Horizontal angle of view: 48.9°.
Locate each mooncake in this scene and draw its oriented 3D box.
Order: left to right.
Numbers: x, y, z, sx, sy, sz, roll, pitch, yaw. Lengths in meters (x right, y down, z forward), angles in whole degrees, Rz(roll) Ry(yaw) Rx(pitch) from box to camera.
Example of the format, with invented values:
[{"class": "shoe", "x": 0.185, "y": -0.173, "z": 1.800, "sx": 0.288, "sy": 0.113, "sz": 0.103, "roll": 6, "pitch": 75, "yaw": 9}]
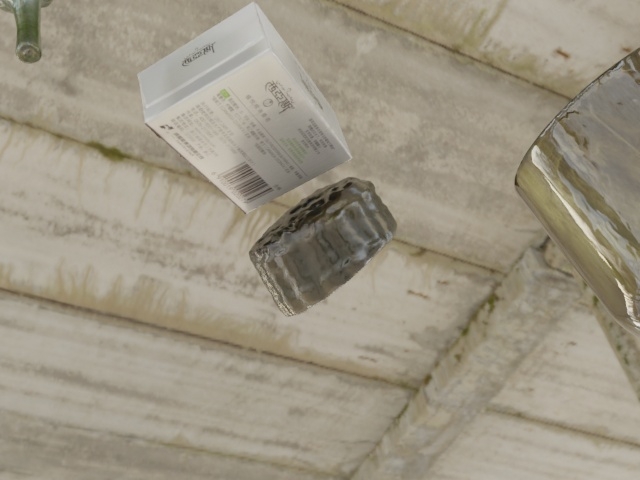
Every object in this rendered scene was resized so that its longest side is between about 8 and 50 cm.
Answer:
[{"class": "mooncake", "x": 0.000, "y": 0.000, "z": 1.059, "sx": 0.228, "sy": 0.228, "sz": 0.124, "roll": -35, "pitch": -82, "yaw": 21}]

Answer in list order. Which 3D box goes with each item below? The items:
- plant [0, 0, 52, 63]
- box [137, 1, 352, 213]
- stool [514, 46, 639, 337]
[{"class": "plant", "x": -0.356, "y": -0.348, "z": 0.891, "sx": 0.306, "sy": 0.261, "sz": 0.297, "roll": -38, "pitch": -94, "yaw": 25}, {"class": "box", "x": -0.100, "y": -0.174, "z": 1.001, "sx": 0.195, "sy": 0.111, "sz": 0.260, "roll": -26, "pitch": -37, "yaw": 13}, {"class": "stool", "x": 0.272, "y": 0.013, "z": 0.446, "sx": 0.179, "sy": 0.264, "sz": 0.179, "roll": -26, "pitch": -24, "yaw": -13}]
